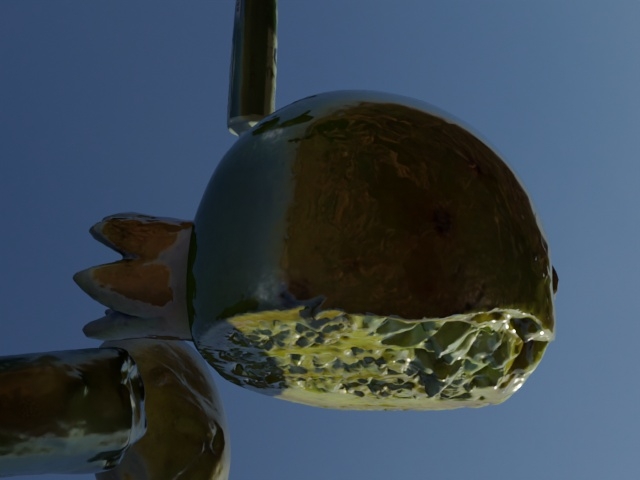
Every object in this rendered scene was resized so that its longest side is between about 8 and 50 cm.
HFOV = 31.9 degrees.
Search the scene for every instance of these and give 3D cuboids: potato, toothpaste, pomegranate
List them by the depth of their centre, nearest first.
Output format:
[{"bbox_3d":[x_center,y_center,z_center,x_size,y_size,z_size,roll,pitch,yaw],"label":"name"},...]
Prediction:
[{"bbox_3d":[0.000,0.000,0.839,0.310,0.358,0.216,59,-141,-69],"label":"pomegranate"},{"bbox_3d":[-0.172,0.202,1.186,0.228,0.148,0.197,-119,26,-70],"label":"potato"},{"bbox_3d":[-0.085,-0.284,1.448,0.099,0.061,0.392,77,-166,-77],"label":"toothpaste"}]

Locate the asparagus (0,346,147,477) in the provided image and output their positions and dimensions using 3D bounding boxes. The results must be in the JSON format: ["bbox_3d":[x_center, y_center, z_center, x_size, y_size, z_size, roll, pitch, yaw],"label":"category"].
[{"bbox_3d":[-0.238,0.102,0.621,0.343,0.085,0.082,2,-76,-37],"label":"asparagus"}]
